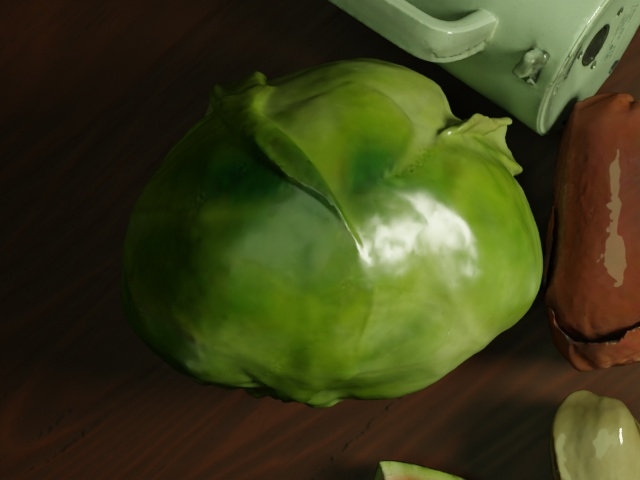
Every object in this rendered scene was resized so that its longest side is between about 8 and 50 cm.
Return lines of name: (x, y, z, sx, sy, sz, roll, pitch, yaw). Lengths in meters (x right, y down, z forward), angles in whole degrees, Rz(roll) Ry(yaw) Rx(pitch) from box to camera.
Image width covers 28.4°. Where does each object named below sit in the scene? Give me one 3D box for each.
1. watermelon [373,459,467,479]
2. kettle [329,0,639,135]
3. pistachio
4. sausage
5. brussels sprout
watermelon: (0.136, 0.325, 1.320, 0.145, 0.137, 0.193, -1, 85, -17)
kettle: (0.140, -0.255, 1.287, 0.318, 0.205, 0.265, 37, 71, 17)
pistachio: (0.279, 0.224, 1.269, 0.113, 0.113, 0.149, -6, 83, 17)
sausage: (0.298, -0.006, 1.261, 0.152, 0.152, 0.280, 5, 87, 18)
brussels sprout: (-0.006, -0.008, 1.245, 0.425, 0.361, 0.342, -10, 86, 16)
